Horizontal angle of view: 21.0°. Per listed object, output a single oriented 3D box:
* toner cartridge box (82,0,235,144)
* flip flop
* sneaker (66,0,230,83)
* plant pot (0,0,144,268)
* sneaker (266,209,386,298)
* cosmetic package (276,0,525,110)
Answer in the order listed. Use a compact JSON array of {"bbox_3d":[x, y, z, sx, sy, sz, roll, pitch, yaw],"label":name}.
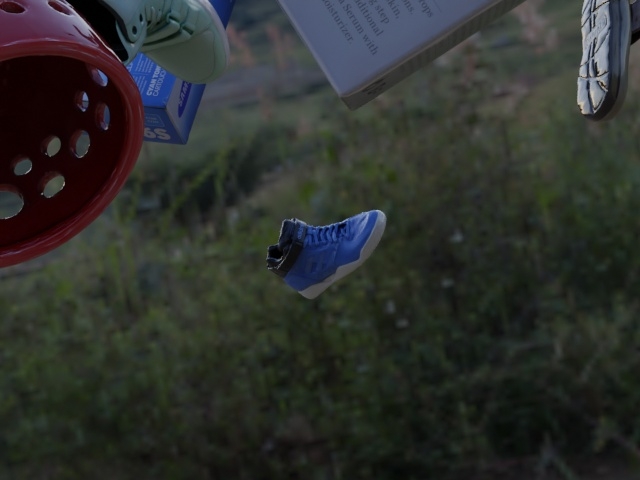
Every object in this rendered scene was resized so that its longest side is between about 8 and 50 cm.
[{"bbox_3d":[-0.182,-0.276,1.901,0.165,0.348,0.075,6,-28,19],"label":"toner cartridge box"},{"bbox_3d":[0.373,-0.264,2.093,0.080,0.277,0.112,15,-26,-11],"label":"flip flop"},{"bbox_3d":[-0.175,-0.192,1.622,0.094,0.151,0.256,-19,-41,24],"label":"sneaker"},{"bbox_3d":[-0.238,-0.104,1.172,0.191,0.191,0.174,-14,48,-26],"label":"plant pot"},{"bbox_3d":[0.000,0.001,1.922,0.152,0.084,0.058,-39,27,39],"label":"sneaker"},{"bbox_3d":[0.152,-0.333,1.528,0.453,0.230,0.161,-32,-2,4],"label":"cosmetic package"}]
